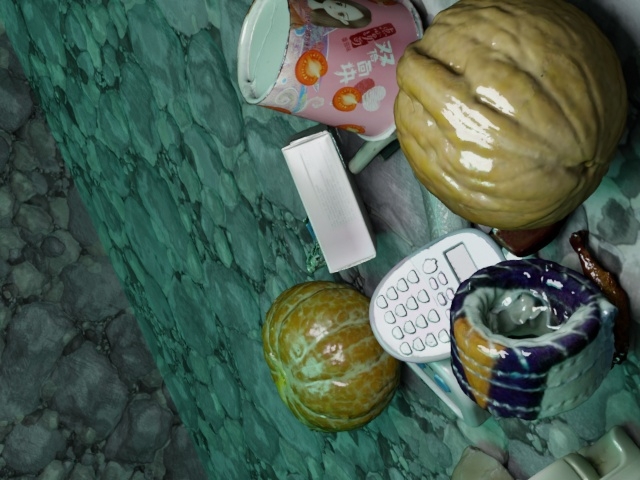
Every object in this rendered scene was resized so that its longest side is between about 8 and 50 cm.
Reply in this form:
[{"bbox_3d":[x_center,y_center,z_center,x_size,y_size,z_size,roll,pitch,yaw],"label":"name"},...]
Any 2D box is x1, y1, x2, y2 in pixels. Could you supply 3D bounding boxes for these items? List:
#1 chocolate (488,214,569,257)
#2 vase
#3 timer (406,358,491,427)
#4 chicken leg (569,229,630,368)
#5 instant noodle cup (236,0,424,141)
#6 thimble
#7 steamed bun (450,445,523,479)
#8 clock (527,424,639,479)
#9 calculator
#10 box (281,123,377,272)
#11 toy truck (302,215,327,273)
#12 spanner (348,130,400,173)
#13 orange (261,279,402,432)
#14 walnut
[{"bbox_3d":[0.317,-0.028,1.550,0.080,0.125,0.149,42,145,9],"label":"chocolate"},{"bbox_3d":[0.215,-0.031,1.752,0.096,0.096,0.219,4,113,60],"label":"vase"},{"bbox_3d":[0.213,0.211,1.886,0.262,0.087,0.237,46,173,30],"label":"timer"},{"bbox_3d":[0.412,0.093,1.538,0.089,0.048,0.219,13,123,54],"label":"chicken leg"},{"bbox_3d":[0.009,-0.294,1.662,0.243,0.231,0.243,-21,66,58],"label":"instant noodle cup"},{"bbox_3d":[0.303,0.138,1.493,0.237,0.237,0.150,37,147,44],"label":"thimble"},{"bbox_3d":[0.315,0.520,1.966,0.211,0.144,0.218,28,136,50],"label":"steamed bun"},{"bbox_3d":[0.349,0.432,1.630,0.109,0.324,0.265,55,150,20],"label":"clock"},{"bbox_3d":[0.218,0.086,1.685,0.186,0.298,0.041,62,-167,12],"label":"calculator"},{"bbox_3d":[0.021,-0.088,1.948,0.203,0.106,0.252,-88,-24,-78],"label":"box"},{"bbox_3d":[0.000,0.000,2.204,0.081,0.067,0.175,60,157,23],"label":"toy truck"},{"bbox_3d":[0.134,-0.192,1.755,0.040,0.095,0.325,61,154,7],"label":"spanner"},{"bbox_3d":[0.022,0.235,2.151,0.329,0.249,0.329,40,140,45],"label":"orange"},{"bbox_3d":[0.241,-0.177,1.371,0.333,0.332,0.333,42,145,39],"label":"walnut"}]
